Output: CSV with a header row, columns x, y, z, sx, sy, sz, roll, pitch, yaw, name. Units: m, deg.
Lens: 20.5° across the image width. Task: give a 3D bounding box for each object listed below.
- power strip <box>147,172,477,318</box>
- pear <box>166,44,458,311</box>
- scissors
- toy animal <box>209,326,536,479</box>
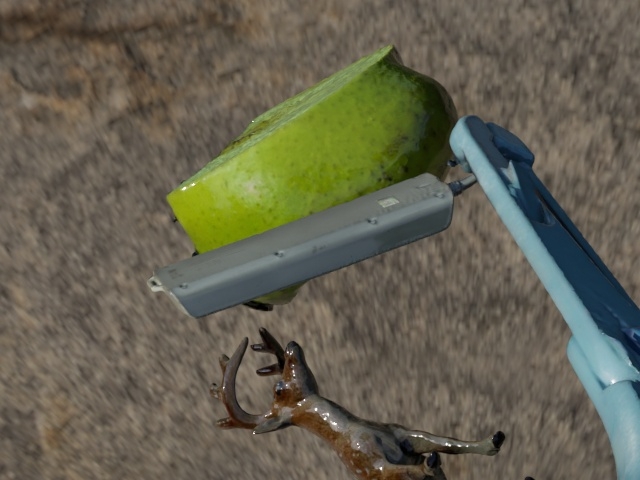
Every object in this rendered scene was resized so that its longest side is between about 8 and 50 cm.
x,y,z,sx,sy,sz,roll,pitch,yaw,name
0.000,0.000,1.253,0.253,0.060,0.027,-19,112,-13,power strip
0.019,-0.067,1.678,0.292,0.292,0.159,-36,97,-6,pear
0.139,0.060,0.695,0.032,0.180,0.393,-60,34,25,scissors
0.045,0.177,1.395,0.087,0.260,0.243,-47,113,-29,toy animal
